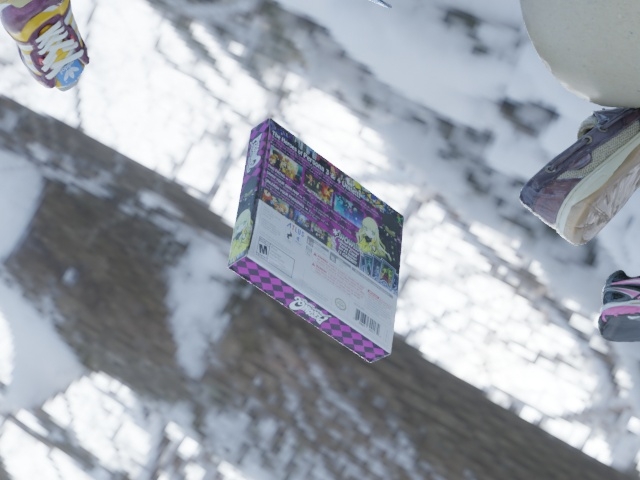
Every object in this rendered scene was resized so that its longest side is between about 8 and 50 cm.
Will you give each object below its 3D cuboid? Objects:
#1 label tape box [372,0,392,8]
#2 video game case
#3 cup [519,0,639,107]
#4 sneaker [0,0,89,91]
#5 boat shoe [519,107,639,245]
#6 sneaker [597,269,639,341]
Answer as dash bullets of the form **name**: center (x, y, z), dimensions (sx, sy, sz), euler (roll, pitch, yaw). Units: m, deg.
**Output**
- **label tape box**: center (-0.086, -0.363, 1.795), dimensions (0.241, 0.334, 0.106), euler (27, -92, -46)
- **video game case**: center (0.000, 0.000, 2.025), dimensions (0.232, 0.042, 0.210), euler (35, -136, -30)
- **cup**: center (0.398, -0.283, 1.750), dimensions (0.331, 0.237, 0.331), euler (-10, -74, -35)
- **sneaker**: center (-0.236, -0.180, 1.536), dimensions (0.069, 0.084, 0.185), euler (-32, 0, -4)
- **boat shoe**: center (0.320, -0.102, 1.897), dimensions (0.285, 0.092, 0.103), euler (-42, -25, -34)
- **sneaker**: center (0.373, 0.054, 1.793), dimensions (0.072, 0.178, 0.077), euler (84, -172, -55)
